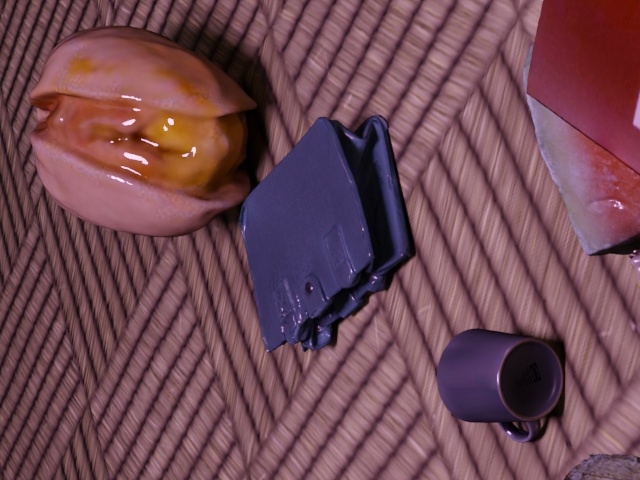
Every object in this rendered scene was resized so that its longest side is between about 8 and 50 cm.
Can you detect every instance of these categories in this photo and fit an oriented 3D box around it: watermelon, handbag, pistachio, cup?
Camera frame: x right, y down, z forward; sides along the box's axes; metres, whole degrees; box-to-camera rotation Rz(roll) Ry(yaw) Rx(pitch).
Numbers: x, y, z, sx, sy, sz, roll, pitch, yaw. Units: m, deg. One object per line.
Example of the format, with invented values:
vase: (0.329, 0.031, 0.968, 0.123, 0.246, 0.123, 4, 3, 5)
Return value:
watermelon: (0.271, -0.076, 1.262, 0.256, 0.193, 0.140, -14, 76, 47)
handbag: (0.000, 0.000, 1.856, 0.229, 0.062, 0.179, -44, 51, 53)
pistachio: (-0.198, -0.120, 2.075, 0.309, 0.230, 0.230, 16, 103, 44)
cup: (0.153, 0.121, 1.564, 0.077, 0.078, 0.100, -1, 122, 58)

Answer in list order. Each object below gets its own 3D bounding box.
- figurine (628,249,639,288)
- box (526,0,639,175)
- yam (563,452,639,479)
figurine: (0.286, 0.119, 1.224, 0.308, 0.143, 0.308, -10, -90, -86)
box: (0.347, -0.048, 0.862, 0.344, 0.385, 0.122, 46, 128, 53)
yam: (0.213, 0.259, 1.410, 0.107, 0.107, 0.183, 29, 117, 59)
